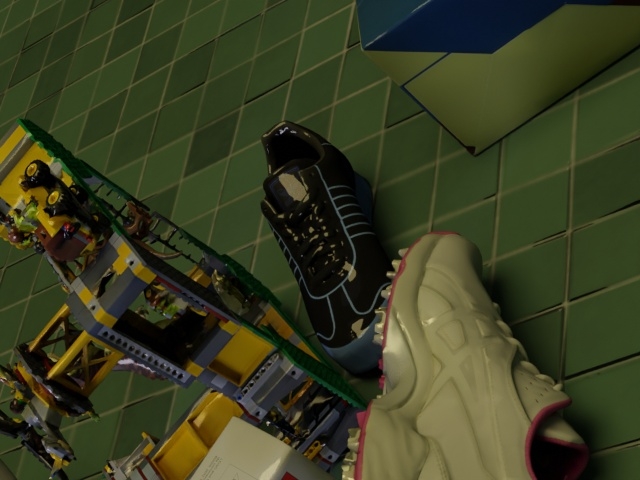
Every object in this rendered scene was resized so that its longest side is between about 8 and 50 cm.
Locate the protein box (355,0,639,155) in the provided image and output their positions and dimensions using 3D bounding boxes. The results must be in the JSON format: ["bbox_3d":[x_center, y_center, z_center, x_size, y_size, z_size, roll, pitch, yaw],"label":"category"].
[{"bbox_3d":[0.138,-0.214,1.219,0.200,0.136,0.201,-34,36,24],"label":"protein box"}]

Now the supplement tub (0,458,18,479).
[{"bbox_3d":[-0.390,0.297,1.236,0.331,0.241,0.241,-34,35,23],"label":"supplement tub"}]

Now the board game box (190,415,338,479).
[{"bbox_3d":[0.019,0.237,0.743,0.193,0.305,0.053,-57,34,-10],"label":"board game box"}]

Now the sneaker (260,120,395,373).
[{"bbox_3d":[0.000,0.000,1.209,0.081,0.090,0.232,-39,33,16],"label":"sneaker"}]

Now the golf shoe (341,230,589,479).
[{"bbox_3d":[0.094,0.104,1.000,0.140,0.115,0.306,3,37,9],"label":"golf shoe"}]

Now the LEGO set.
[{"bbox_3d":[-0.140,0.091,1.111,0.192,0.331,0.255,-49,53,4],"label":"LEGO set"}]
